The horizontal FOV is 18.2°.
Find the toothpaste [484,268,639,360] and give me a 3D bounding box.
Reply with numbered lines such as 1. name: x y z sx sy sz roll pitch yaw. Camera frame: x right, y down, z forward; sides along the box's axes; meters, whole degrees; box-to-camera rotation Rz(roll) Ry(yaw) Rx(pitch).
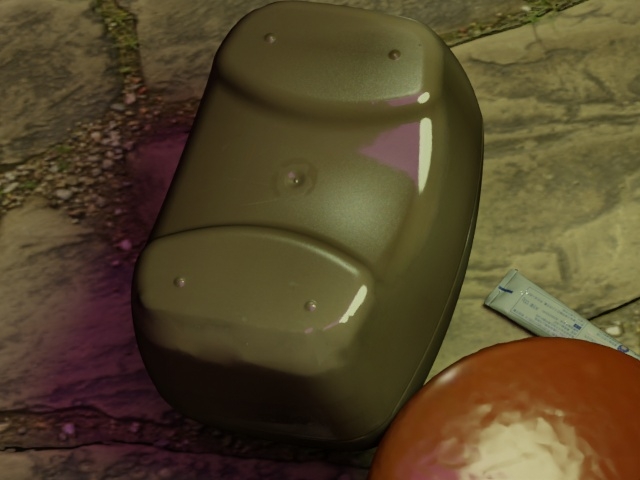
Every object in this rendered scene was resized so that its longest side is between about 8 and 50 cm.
1. toothpaste: 0.260 0.100 1.930 0.218 0.033 0.052 34 64 19

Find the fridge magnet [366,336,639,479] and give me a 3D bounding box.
1. fridge magnet: 0.206 0.264 1.748 0.364 0.155 0.363 3 76 -12

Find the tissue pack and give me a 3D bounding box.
1. tissue pack: 0.000 0.000 1.828 0.267 0.277 0.387 7 64 20
